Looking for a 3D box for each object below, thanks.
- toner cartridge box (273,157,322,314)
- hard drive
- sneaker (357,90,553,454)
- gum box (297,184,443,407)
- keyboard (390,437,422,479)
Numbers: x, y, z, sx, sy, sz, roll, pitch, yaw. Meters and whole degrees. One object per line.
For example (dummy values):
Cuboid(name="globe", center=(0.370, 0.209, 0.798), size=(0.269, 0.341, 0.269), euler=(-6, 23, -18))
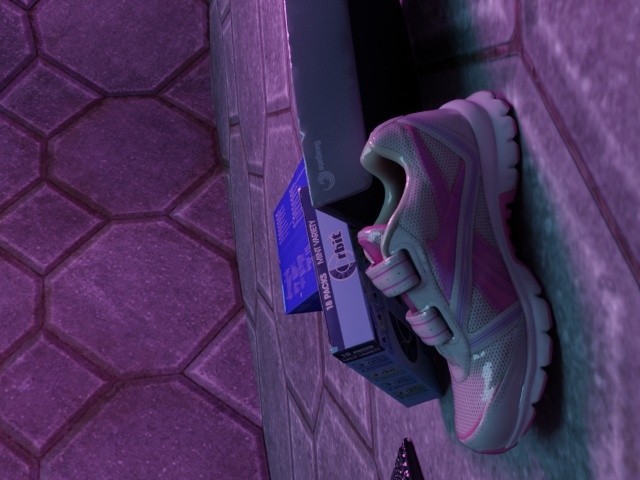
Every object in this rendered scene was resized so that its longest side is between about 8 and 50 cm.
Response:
Cuboid(name="toner cartridge box", center=(0.000, 0.000, 1.082), size=(0.348, 0.075, 0.165), euler=(134, 131, -75))
Cuboid(name="hard drive", center=(0.034, -0.135, 0.683), size=(0.172, 0.054, 0.255), euler=(22, -123, -58))
Cuboid(name="sneaker", center=(0.082, 0.023, 0.561), size=(0.103, 0.111, 0.252), euler=(125, 139, -73))
Cuboid(name="gum box", center=(0.048, 0.050, 0.718), size=(0.184, 0.041, 0.157), euler=(43, -150, -55))
Cuboid(name="keyboard", center=(0.091, 0.311, 0.895), size=(0.180, 0.023, 0.108), euler=(95, 165, -45))
